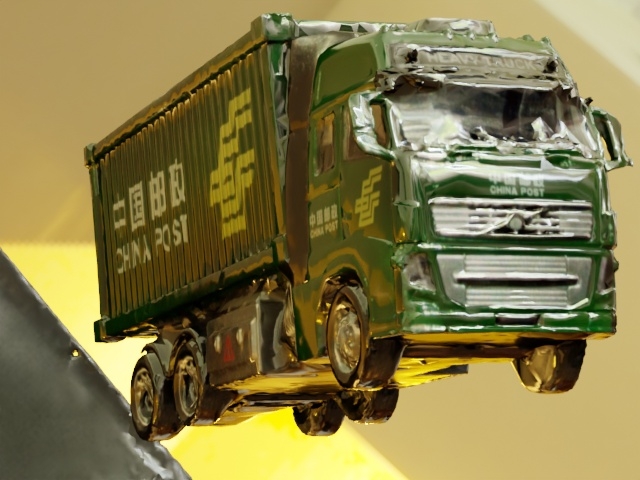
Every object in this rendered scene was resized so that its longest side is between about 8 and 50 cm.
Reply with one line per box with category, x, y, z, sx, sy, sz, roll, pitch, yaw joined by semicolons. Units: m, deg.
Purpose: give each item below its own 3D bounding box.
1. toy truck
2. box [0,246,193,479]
toy truck;0.000;0.000;0.646;0.088;0.121;0.259;0;-10;-24
box;-0.256;0.171;0.917;0.345;0.251;0.204;-41;5;-22
